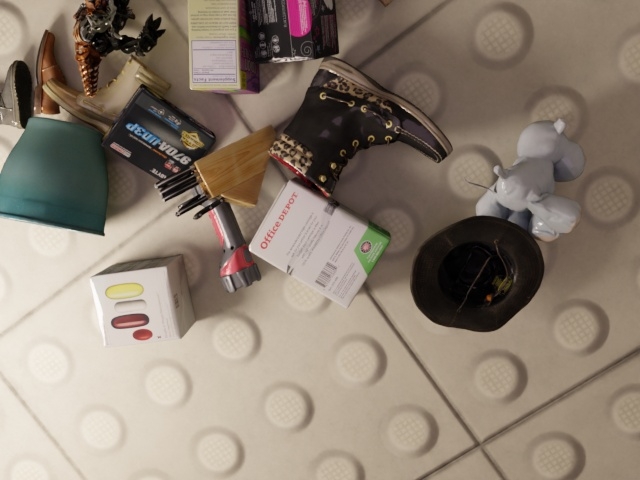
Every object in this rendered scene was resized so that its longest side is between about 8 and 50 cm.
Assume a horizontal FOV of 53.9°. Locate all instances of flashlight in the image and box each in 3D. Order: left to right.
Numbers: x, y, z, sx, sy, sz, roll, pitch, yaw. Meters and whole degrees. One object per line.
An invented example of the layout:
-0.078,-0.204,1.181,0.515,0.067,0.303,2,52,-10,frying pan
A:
-0.251,-0.021,1.611,0.103,0.103,0.303,-24,94,-18,flashlight

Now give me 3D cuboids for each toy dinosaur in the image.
-0.507,-0.495,1.497,0.219,0.164,0.321,-2,95,27,toy dinosaur

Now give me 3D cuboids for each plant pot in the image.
-0.648,-0.159,1.546,0.272,0.271,0.255,9,87,3,plant pot

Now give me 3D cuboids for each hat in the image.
0.367,0.064,1.547,0.332,0.134,0.331,-3,113,-7,hat

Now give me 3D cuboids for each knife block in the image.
-0.257,-0.175,1.514,0.242,0.088,0.275,17,84,-17,knife block

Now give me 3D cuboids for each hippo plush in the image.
0.489,-0.158,1.489,0.294,0.234,0.236,31,71,-16,hippo plush

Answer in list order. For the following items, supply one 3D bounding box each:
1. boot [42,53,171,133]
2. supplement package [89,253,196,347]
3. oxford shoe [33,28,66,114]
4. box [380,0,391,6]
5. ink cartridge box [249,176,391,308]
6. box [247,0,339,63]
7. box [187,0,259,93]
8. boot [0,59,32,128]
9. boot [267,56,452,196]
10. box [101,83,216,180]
-0.526,-0.379,1.558,0.262,0.095,0.203,31,102,-12,boot
-0.455,0.155,1.629,0.203,0.149,0.194,-8,99,6,supplement package
-0.684,-0.424,1.598,0.076,0.076,0.212,2,100,-25,oxford shoe
0.146,-0.687,1.488,0.164,0.021,0.201,-44,93,11,box
0.000,0.000,1.573,0.289,0.121,0.211,32,101,-1,ink cartridge box
-0.065,-0.532,1.412,0.164,0.142,0.247,4,111,27,box
-0.219,-0.468,1.462,0.118,0.213,0.242,2,100,6,box
-0.857,-0.375,1.618,0.209,0.076,0.189,8,99,11,boot
0.088,-0.226,1.487,0.378,0.138,0.284,36,87,2,boot
-0.397,-0.251,1.553,0.220,0.051,0.175,34,102,-31,box
